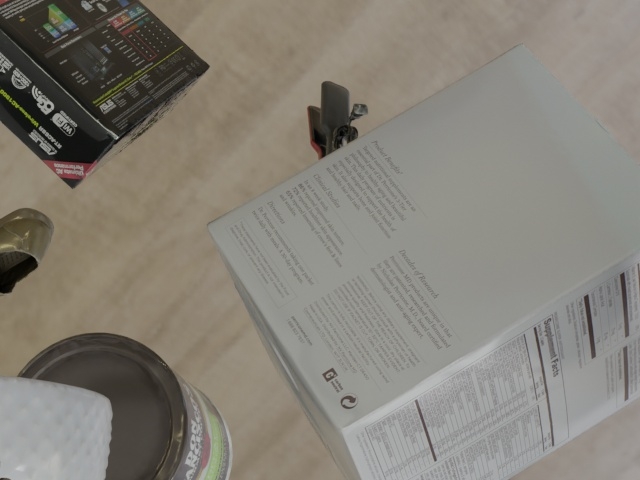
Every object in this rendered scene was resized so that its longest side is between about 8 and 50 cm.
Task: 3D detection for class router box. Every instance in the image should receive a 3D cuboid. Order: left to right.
[{"bbox_3d":[-0.117,-0.087,0.671,0.092,0.122,0.038,44,118,-4],"label":"router box"}]

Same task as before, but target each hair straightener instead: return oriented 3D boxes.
[{"bbox_3d":[0.017,-0.125,1.631,0.047,0.230,0.089,24,122,-13],"label":"hair straightener"}]

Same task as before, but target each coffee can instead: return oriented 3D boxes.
[{"bbox_3d":[-0.220,0.227,1.569,0.201,0.202,0.275,-22,164,1],"label":"coffee can"}]

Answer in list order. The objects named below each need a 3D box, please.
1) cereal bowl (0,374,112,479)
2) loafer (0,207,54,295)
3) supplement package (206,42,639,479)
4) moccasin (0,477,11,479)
[{"bbox_3d":[-0.305,0.167,0.900,0.338,0.141,0.339,0,168,0],"label":"cereal bowl"},{"bbox_3d":[-0.290,0.026,1.189,0.148,0.050,0.056,-36,123,20],"label":"loafer"},{"bbox_3d":[0.097,0.041,0.993,0.262,0.199,0.198,-30,144,-7],"label":"supplement package"},{"bbox_3d":[-0.158,0.165,0.504,0.147,0.380,0.139,-37,164,1],"label":"moccasin"}]
